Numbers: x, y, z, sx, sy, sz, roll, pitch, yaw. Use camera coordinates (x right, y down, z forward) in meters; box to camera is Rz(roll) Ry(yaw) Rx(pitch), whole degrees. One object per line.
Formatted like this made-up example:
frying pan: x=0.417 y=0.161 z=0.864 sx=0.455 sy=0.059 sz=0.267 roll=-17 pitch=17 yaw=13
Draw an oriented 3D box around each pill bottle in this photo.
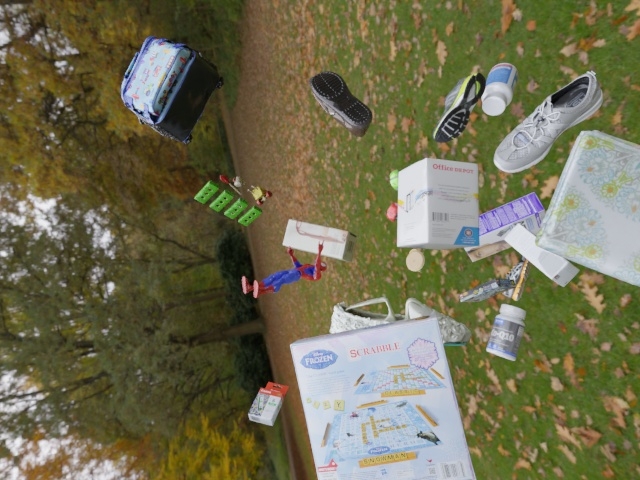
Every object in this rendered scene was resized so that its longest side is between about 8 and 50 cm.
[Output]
pill bottle: x=0.510 y=0.249 z=1.129 sx=0.078 sy=0.078 sz=0.137 roll=154 pitch=137 yaw=-78
pill bottle: x=0.748 y=-0.631 z=1.736 sx=0.124 sy=0.124 sz=0.222 roll=99 pitch=-163 yaw=-59

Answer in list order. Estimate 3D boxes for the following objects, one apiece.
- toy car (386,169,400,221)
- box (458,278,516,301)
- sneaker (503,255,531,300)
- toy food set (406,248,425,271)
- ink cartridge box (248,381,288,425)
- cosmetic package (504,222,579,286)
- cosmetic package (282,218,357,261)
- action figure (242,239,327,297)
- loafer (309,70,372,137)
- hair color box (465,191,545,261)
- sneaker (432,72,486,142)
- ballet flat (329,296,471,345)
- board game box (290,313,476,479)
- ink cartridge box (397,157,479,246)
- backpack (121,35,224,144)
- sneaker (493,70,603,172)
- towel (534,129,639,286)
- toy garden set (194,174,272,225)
toy car: x=0.379 y=-0.226 z=1.958 sx=0.238 sy=0.053 sz=0.225 roll=-24 pitch=84 yaw=36
box: x=0.500 y=0.151 z=1.244 sx=0.137 sy=0.093 sz=0.027 roll=-38 pitch=54 yaw=46
sneaker: x=0.850 y=0.150 z=1.795 sx=0.083 sy=0.215 sz=0.084 roll=15 pitch=164 yaw=43
toy food set: x=0.364 y=0.079 z=1.587 sx=0.083 sy=0.020 sz=0.083 roll=31 pitch=102 yaw=42
ink cartridge box: x=-0.127 y=0.399 z=1.034 sx=0.115 sy=0.062 sz=0.029 roll=-61 pitch=-27 yaw=-51
cosmetic package: x=0.772 y=0.048 z=1.451 sx=0.086 sy=0.117 sz=0.231 roll=-53 pitch=42 yaw=17
cosmetic package: x=0.000 y=0.000 z=1.877 sx=0.153 sy=0.295 sz=0.130 roll=20 pitch=-98 yaw=-69
action figure: x=-0.085 y=0.067 z=1.193 sx=0.091 sy=0.280 sz=0.139 roll=13 pitch=106 yaw=46
loafer: x=0.070 y=-0.536 z=1.657 sx=0.366 sy=0.133 sz=0.130 roll=57 pitch=168 yaw=27
hair color box: x=0.767 y=-0.048 z=1.749 sx=0.185 sy=0.338 sz=0.110 roll=40 pitch=-147 yaw=-46
sneaker: x=0.548 y=-0.532 z=1.683 sx=0.300 sy=0.111 sz=0.121 roll=-57 pitch=24 yaw=5
ballet flat: x=0.217 y=0.231 z=1.190 sx=0.147 sy=0.407 sz=0.147 roll=-3 pitch=-90 yaw=-73
board game box: x=0.123 y=0.342 z=0.866 sx=0.066 sy=0.318 sz=0.319 roll=7 pitch=-109 yaw=-76
ink cartridge box: x=0.332 y=-0.097 z=1.185 sx=0.168 sy=0.171 sz=0.233 roll=165 pitch=108 yaw=-71
backpack: x=-0.286 y=-0.280 z=0.743 sx=0.173 sy=0.158 sz=0.117 roll=31 pitch=-178 yaw=29
sneaker: x=0.522 y=-0.282 z=0.972 sx=0.115 sy=0.281 sz=0.105 roll=32 pitch=-162 yaw=-53
towel: x=0.825 y=-0.096 z=1.161 sx=0.090 sy=0.320 sz=0.375 roll=34 pitch=-101 yaw=-80
toy garden set: x=-0.329 y=-0.177 z=1.616 sx=0.203 sy=0.244 sz=0.049 roll=-36 pitch=40 yaw=32
